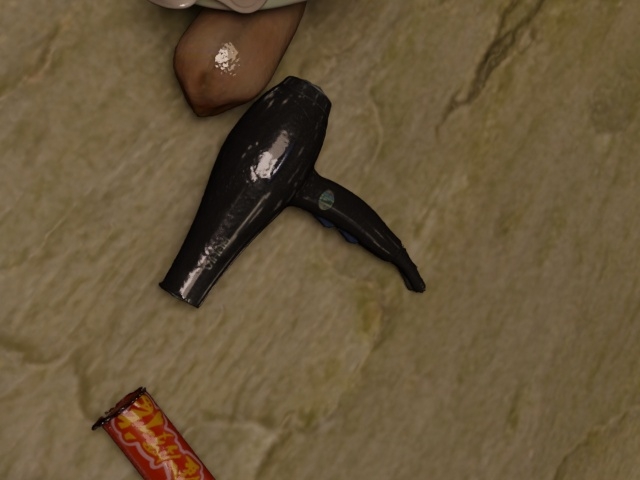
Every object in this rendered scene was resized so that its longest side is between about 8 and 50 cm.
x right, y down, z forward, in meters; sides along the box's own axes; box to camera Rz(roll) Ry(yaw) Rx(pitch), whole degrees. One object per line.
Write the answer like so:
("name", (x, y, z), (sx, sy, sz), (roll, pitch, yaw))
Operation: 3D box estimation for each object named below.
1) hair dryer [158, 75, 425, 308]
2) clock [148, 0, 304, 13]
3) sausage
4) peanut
("hair dryer", (0.000, 0.000, 0.767), (0.219, 0.075, 0.195), (33, 83, -24))
("clock", (-0.059, -0.232, 0.719), (0.191, 0.062, 0.151), (-24, 50, -21))
("sausage", (-0.106, 0.177, 0.704), (0.145, 0.048, 0.050), (55, 30, -10))
("peanut", (-0.061, -0.162, 0.746), (0.076, 0.076, 0.152), (35, 69, -16))
